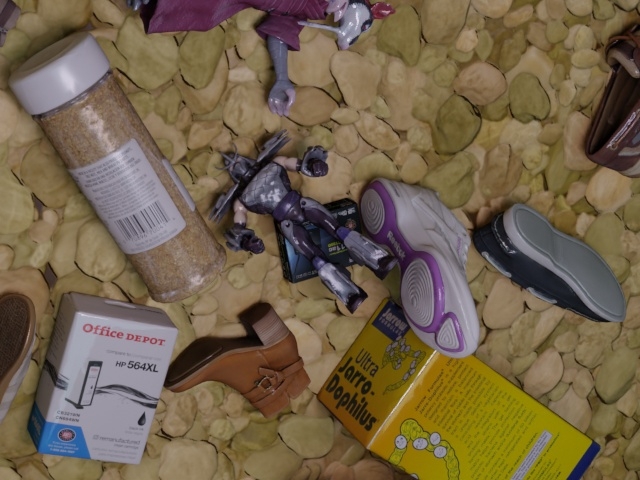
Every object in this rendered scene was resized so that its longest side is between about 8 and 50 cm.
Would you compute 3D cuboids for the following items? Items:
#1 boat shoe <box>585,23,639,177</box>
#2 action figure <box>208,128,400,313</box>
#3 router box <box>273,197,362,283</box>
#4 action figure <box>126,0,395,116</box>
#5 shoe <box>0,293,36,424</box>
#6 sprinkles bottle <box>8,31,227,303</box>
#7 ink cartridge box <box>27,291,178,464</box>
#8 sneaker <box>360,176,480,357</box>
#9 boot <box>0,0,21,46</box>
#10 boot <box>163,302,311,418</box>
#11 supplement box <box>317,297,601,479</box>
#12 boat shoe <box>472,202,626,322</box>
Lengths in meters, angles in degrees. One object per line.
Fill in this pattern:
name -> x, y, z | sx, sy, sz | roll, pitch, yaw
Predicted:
boat shoe -> 0.497, -0.268, 1.751 | 0.123, 0.123, 0.342 | 14, 105, -27
action figure -> -0.028, -0.033, 1.562 | 0.285, 0.099, 0.185 | 41, 97, 3
router box -> 0.000, 0.000, 1.657 | 0.122, 0.038, 0.092 | -17, 111, -18
action figure -> -0.071, -0.342, 1.486 | 0.370, 0.248, 0.276 | 7, 60, -37
shoe -> -0.430, 0.171, 1.518 | 0.076, 0.058, 0.219 | 22, 92, 4
sprinkles bottle -> -0.254, -0.087, 1.477 | 0.121, 0.121, 0.355 | -35, 115, -11
ink cartridge box -> -0.295, 0.187, 1.558 | 0.148, 0.086, 0.203 | 12, 100, -25
sneaker -> 0.171, 0.027, 1.609 | 0.152, 0.305, 0.114 | 2, 138, -32
boot -> -0.406, -0.297, 1.401 | 0.087, 0.042, 0.118 | 22, 96, -33
boot -> -0.113, 0.199, 1.649 | 0.197, 0.073, 0.152 | -31, 119, -9
supplement box -> 0.208, 0.275, 1.738 | 0.356, 0.194, 0.195 | 36, 89, -27
boat shoe -> 0.362, 0.046, 1.800 | 0.302, 0.091, 0.114 | 38, 44, -26
